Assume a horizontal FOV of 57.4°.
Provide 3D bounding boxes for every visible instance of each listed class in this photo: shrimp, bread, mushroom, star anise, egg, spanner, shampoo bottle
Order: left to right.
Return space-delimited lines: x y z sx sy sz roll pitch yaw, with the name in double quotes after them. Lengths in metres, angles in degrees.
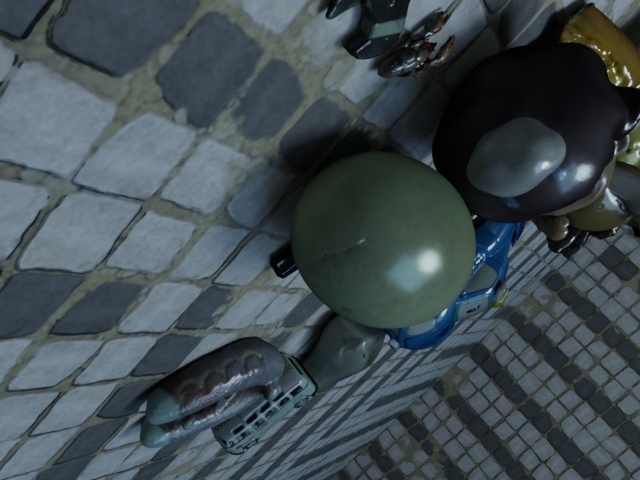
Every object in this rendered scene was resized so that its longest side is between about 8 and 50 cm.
0.000 0.000 0.733 0.137 0.027 0.048 -34 154 -18 "shampoo bottle"
0.023 0.221 1.076 0.118 0.103 0.270 -14 150 -45 "mushroom"
0.069 0.000 0.636 0.186 0.186 0.253 -46 143 12 "egg"
0.096 -0.178 0.557 0.092 0.038 0.029 -41 -160 -1 "shrimp"
0.112 -0.274 0.432 0.316 0.024 0.087 -50 150 20 "spanner"
0.576 -0.091 1.322 0.212 0.129 0.283 -31 124 -48 "star anise"
0.367 -0.202 0.814 0.174 0.133 0.251 -49 157 21 "bread"

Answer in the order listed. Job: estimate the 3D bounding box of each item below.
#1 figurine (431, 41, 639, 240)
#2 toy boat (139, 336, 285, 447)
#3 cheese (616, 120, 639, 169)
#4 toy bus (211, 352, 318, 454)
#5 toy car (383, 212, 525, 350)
0.284 -0.072 0.712 0.365 0.218 0.206 39 82 -34 "figurine"
-0.143 0.226 0.838 0.227 0.085 0.155 -23 150 -37 "toy boat"
0.524 -0.211 0.963 0.316 0.128 0.259 -51 166 -12 "cheese"
-0.104 0.277 0.996 0.194 0.087 0.089 -38 150 -6 "toy bus"
0.231 0.066 0.985 0.314 0.166 0.198 -53 157 -13 "toy car"
